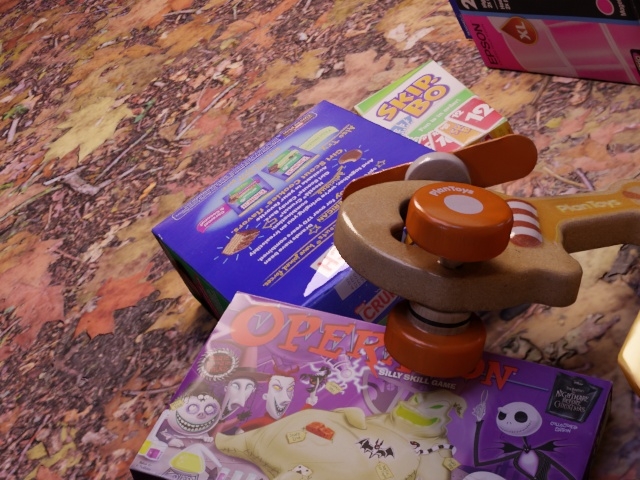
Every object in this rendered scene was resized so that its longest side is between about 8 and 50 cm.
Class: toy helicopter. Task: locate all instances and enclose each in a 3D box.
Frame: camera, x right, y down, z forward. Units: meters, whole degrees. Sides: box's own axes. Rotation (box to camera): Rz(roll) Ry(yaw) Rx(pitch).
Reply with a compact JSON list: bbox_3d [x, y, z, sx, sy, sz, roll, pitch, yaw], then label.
[{"bbox_3d":[0.174,-0.017,1.052,0.355,0.140,0.235,-7,31,-26],"label":"toy helicopter"}]

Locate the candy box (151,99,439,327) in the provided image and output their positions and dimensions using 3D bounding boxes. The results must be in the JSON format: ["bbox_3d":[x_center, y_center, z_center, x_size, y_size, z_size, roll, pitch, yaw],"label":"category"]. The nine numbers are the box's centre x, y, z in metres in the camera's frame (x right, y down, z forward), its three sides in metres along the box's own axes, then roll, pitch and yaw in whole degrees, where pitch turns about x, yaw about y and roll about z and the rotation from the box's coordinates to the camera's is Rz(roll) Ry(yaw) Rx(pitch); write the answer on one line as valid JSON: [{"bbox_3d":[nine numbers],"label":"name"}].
[{"bbox_3d":[0.000,0.000,1.268,0.268,0.122,0.317,-38,32,-11],"label":"candy box"}]

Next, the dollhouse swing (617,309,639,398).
[{"bbox_3d":[0.406,0.053,0.738,0.347,0.315,0.305,0,58,41],"label":"dollhouse swing"}]

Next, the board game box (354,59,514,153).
[{"bbox_3d":[0.132,-0.152,1.460,0.124,0.039,0.259,-31,29,-2],"label":"board game box"}]

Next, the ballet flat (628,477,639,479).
[{"bbox_3d":[0.292,0.186,0.821,0.250,0.084,0.058,-21,-1,17],"label":"ballet flat"}]

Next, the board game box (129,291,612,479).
[{"bbox_3d":[0.043,0.163,0.962,0.347,0.056,0.208,12,44,21],"label":"board game box"}]

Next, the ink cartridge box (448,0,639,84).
[{"bbox_3d":[0.254,-0.286,1.406,0.069,0.176,0.371,-43,33,-18],"label":"ink cartridge box"}]
